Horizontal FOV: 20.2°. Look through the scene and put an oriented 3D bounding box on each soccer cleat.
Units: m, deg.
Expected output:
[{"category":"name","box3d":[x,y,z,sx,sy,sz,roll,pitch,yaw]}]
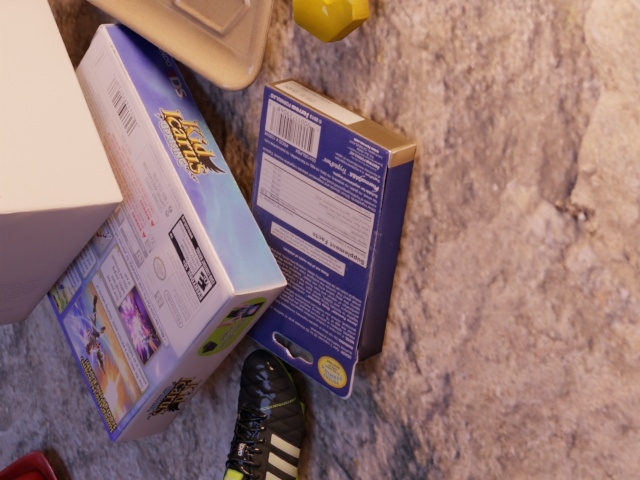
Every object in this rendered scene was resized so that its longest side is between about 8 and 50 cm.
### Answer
[{"category":"soccer cleat","box3d":[-0.051,0.180,1.515,0.060,0.072,0.179,16,117,41]}]

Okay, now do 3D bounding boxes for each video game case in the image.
[{"category":"video game case","box3d":[-0.157,-0.005,1.525,0.244,0.061,0.269,-49,59,43]}]

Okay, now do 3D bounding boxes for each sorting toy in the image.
[{"category":"sorting toy","box3d":[-0.066,-0.238,1.390,0.307,0.041,0.229,35,124,31]}]

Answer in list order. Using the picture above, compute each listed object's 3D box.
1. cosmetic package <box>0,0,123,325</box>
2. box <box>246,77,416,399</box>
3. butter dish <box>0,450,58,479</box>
[{"category":"cosmetic package","box3d":[-0.302,-0.069,1.535,0.224,0.138,0.224,-45,61,48]},{"category":"box","box3d":[0.000,0.000,1.416,0.136,0.036,0.225,31,125,34]},{"category":"butter dish","box3d":[-0.315,0.315,1.805,0.160,0.118,0.160,-35,80,47]}]
